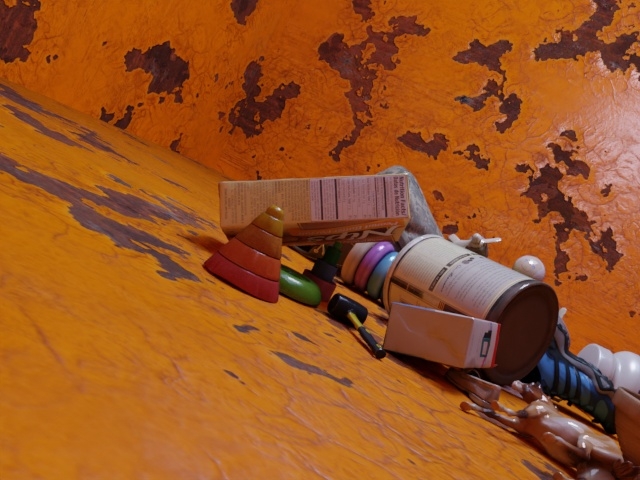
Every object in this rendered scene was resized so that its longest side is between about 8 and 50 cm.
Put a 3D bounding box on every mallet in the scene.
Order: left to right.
[{"bbox_3d":[0.068,0.136,1.107,0.062,0.039,0.189,28,8,-27],"label":"mallet"}]

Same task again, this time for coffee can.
[{"bbox_3d":[0.284,0.124,1.410,0.201,0.202,0.275,24,4,-42],"label":"coffee can"}]

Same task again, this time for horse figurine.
[{"bbox_3d":[0.306,0.252,0.932,0.174,0.066,0.263,18,6,-34],"label":"horse figurine"}]

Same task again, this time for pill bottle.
[{"bbox_3d":[0.730,0.358,1.672,0.301,0.169,0.169,27,4,-4],"label":"pill bottle"}]

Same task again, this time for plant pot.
[{"bbox_3d":[0.582,0.348,1.209,0.237,0.110,0.237,26,5,-2],"label":"plant pot"}]

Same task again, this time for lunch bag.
[{"bbox_3d":[0.205,-0.020,1.905,0.305,0.212,0.256,62,4,-21],"label":"lunch bag"}]

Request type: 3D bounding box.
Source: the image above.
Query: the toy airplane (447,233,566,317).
[{"bbox_3d":[0.499,0.157,1.967,0.386,0.272,0.384,44,12,-9],"label":"toy airplane"}]

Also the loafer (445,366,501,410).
[{"bbox_3d":[0.233,0.215,1.101,0.045,0.039,0.125,25,4,-22],"label":"loafer"}]

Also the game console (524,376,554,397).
[{"bbox_3d":[0.421,0.292,1.594,0.124,0.085,0.144,-9,18,-22],"label":"game console"}]

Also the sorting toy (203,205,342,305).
[{"bbox_3d":[-0.042,0.022,1.161,0.127,0.126,0.365,29,5,23],"label":"sorting toy"}]

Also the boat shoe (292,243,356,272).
[{"bbox_3d":[-0.002,0.004,1.873,0.304,0.109,0.091,26,7,32],"label":"boat shoe"}]

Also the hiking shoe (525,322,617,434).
[{"bbox_3d":[0.487,0.287,1.483,0.304,0.132,0.113,49,-13,7],"label":"hiking shoe"}]

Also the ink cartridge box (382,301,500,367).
[{"bbox_3d":[0.206,0.156,1.179,0.134,0.078,0.231,9,-4,26],"label":"ink cartridge box"}]

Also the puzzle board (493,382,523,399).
[{"bbox_3d":[0.373,0.284,1.380,0.128,0.011,0.096,26,4,-13],"label":"puzzle board"}]

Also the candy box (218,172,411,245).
[{"bbox_3d":[-0.010,-0.048,1.284,0.316,0.088,0.183,-3,-11,-1],"label":"candy box"}]

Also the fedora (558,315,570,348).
[{"bbox_3d":[0.465,0.199,1.672,0.275,0.124,0.244,47,-11,3],"label":"fedora"}]

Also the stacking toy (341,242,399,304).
[{"bbox_3d":[0.211,0.120,1.657,0.330,0.141,0.141,34,6,22],"label":"stacking toy"}]
